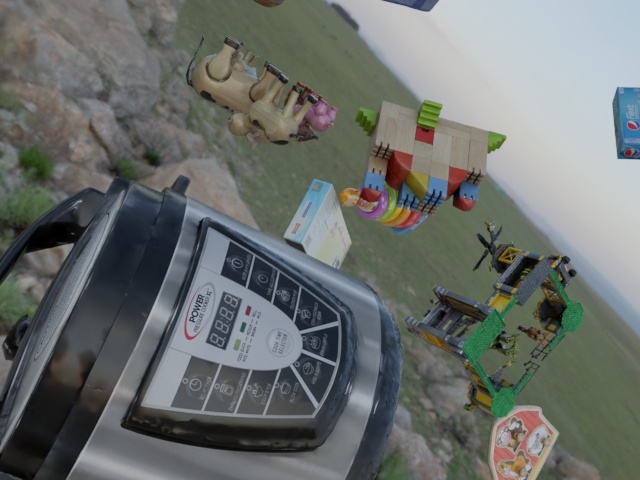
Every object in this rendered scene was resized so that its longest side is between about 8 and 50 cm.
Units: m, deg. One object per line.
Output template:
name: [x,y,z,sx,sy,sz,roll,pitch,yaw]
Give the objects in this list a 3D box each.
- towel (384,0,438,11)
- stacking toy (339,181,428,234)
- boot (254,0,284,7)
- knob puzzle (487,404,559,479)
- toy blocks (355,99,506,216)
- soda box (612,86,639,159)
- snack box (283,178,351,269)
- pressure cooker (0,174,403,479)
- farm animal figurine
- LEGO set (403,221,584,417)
towel: [0.130,-0.437,0.944,0.209,0.285,0.034,9,64,-18]
stacking toy: [0.159,-0.114,1.888,0.301,0.175,0.166,-1,55,-48]
boot: [-0.192,-0.522,1.286,0.305,0.115,0.112,39,49,1]
knob puzzle: [0.421,0.434,1.445,0.213,0.213,0.030,38,-15,-29]
toy blocks: [0.262,-0.184,1.723,0.381,0.191,0.261,14,60,-5]
soda box: [0.870,-0.331,1.942,0.071,0.067,0.210,76,20,-59]
snack box: [0.000,0.000,1.875,0.060,0.187,0.322,18,-24,22]
pressure cooker: [-0.170,0.143,0.763,0.420,0.376,0.370,27,11,-17]
farm animal figurine: [-0.133,-0.278,1.410,0.326,0.172,0.330,34,12,1]
LEGO set: [0.320,0.150,1.322,0.255,0.331,0.192,44,-12,-31]
